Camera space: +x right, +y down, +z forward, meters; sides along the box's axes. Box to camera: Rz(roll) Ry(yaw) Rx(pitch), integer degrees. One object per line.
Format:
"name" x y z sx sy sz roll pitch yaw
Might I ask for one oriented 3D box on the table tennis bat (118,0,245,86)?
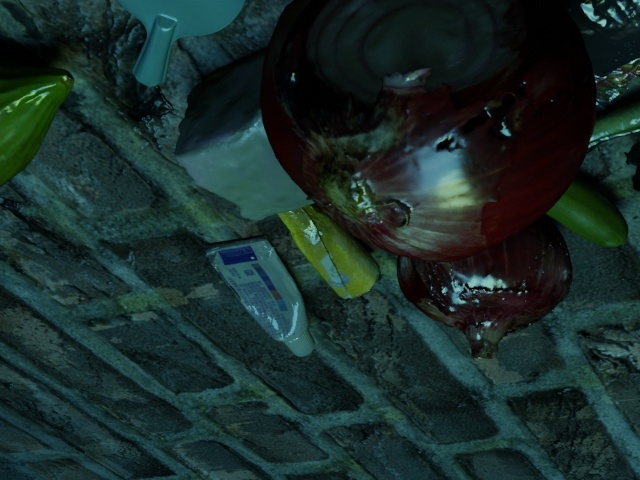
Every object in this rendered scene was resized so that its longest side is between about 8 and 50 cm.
"table tennis bat" -0.169 -0.261 1.241 0.153 0.040 0.244 15 142 -12

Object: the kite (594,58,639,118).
"kite" 0.339 -0.202 1.270 0.189 0.009 0.232 9 147 -3

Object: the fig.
"fig" -0.419 -0.156 1.355 0.233 0.167 0.167 -48 130 4

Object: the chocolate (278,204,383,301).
"chocolate" 0.000 0.000 1.589 0.086 0.085 0.219 -15 138 30

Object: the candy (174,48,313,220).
"candy" -0.051 -0.126 1.341 0.195 0.137 0.185 -19 140 30

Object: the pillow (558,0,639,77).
"pillow" 0.337 -0.254 1.148 0.141 0.055 0.208 36 137 -28

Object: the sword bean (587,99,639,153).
"sword bean" 0.382 -0.147 1.308 0.269 0.038 0.043 -21 153 34

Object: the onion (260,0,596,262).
"onion" 0.110 -0.127 1.132 0.342 0.341 0.341 4 147 3

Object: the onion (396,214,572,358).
"onion" 0.218 0.055 1.501 0.252 0.219 0.252 6 161 2

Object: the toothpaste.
"toothpaste" -0.081 0.092 1.765 0.099 0.068 0.282 -30 131 0

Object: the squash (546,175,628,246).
"squash" 0.307 -0.062 1.440 0.258 0.069 0.069 27 142 -25

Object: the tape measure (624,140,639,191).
"tape measure" 0.543 -0.092 1.302 0.271 0.132 0.231 21 145 -18
